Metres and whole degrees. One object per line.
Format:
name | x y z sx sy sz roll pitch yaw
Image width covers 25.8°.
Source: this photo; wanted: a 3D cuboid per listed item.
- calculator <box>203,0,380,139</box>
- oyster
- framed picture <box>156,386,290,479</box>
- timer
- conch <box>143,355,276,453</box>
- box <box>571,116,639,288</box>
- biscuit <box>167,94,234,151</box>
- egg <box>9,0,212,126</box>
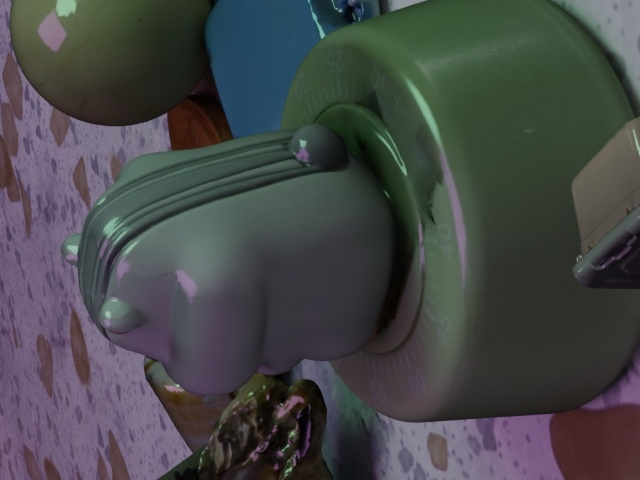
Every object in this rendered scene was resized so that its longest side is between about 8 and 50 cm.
calculator | -0.030 -0.167 1.175 0.293 0.051 0.173 -44 61 61
oyster | -0.038 0.269 1.237 0.198 0.133 0.337 5 116 42
framed picture | -0.123 0.283 1.293 0.016 0.289 0.213 26 127 28
timer | 0.000 0.000 0.878 0.291 0.315 0.290 38 134 54
conch | -0.114 0.156 1.386 0.158 0.127 0.255 37 132 54
box | 0.192 -0.019 0.709 0.089 0.122 0.062 124 142 -56
biscuit | -0.110 -0.062 1.407 0.220 0.029 0.142 68 152 23
egg | -0.194 -0.200 1.323 0.242 0.186 0.186 -4 -97 -83
